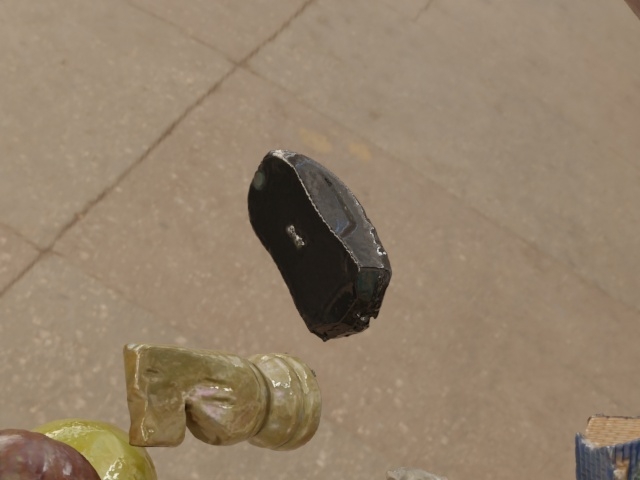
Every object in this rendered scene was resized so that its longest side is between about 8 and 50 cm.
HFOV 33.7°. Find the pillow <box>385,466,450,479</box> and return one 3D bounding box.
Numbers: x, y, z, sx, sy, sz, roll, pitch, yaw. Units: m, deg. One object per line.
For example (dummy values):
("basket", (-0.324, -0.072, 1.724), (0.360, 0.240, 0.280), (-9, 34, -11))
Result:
("pillow", (0.099, 0.351, 1.239), (0.173, 0.270, 0.067), (32, 43, -6))

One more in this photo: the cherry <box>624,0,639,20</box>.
("cherry", (0.350, -0.224, 0.679), (0.326, 0.291, 0.335), (16, 9, -19))

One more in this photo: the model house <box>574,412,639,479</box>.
("model house", (0.419, 0.319, 1.344), (0.183, 0.166, 0.172), (-2, 1, 21))

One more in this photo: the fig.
("fig", (-0.263, 0.271, 0.860), (0.143, 0.160, 0.230), (13, 52, 2))

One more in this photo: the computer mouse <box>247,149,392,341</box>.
("computer mouse", (0.000, 0.000, 1.099), (0.073, 0.122, 0.217), (-4, 53, -40))

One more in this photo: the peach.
("peach", (-0.387, 0.425, 1.610), (0.281, 0.314, 0.315), (-1, 47, 17))

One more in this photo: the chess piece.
("chess piece", (-0.132, 0.193, 1.319), (0.301, 0.137, 0.137), (18, 30, -52))
